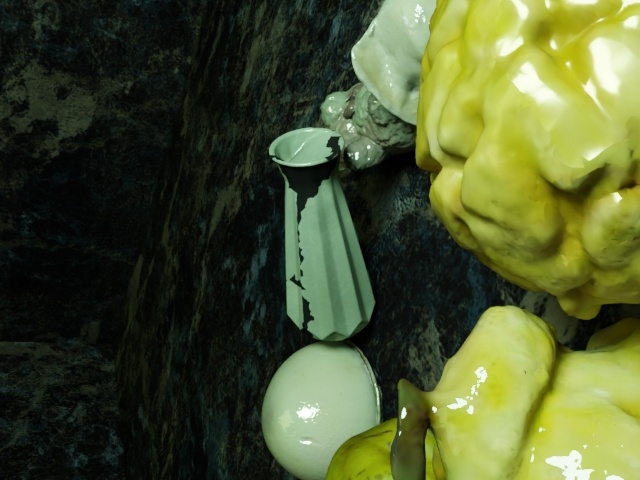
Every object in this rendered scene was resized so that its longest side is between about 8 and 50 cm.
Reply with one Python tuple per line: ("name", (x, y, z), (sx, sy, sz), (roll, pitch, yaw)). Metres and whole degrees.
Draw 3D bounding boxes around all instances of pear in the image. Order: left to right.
("pear", (0.097, 0.357, 0.892), (0.200, 0.200, 0.200), (-20, 67, 59))

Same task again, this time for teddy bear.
("teddy bear", (0.098, -0.211, 1.047), (0.267, 0.151, 0.236), (-5, 59, 59))

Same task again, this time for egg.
("egg", (-0.029, 0.305, 1.153), (0.286, 0.174, 0.264), (24, 102, 64))

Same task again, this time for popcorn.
("popcorn", (0.219, 0.220, 0.518), (0.349, 0.382, 0.349), (-60, 14, 26))
("popcorn", (0.241, -0.139, 0.553), (0.354, 0.390, 0.344), (56, 160, 6))

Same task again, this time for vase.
("vase", (0.000, 0.000, 1.050), (0.165, 0.165, 0.360), (-125, 20, -51))

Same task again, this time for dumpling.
("dumpling", (0.190, -0.266, 0.839), (0.243, 0.175, 0.227), (-30, 94, 45))
